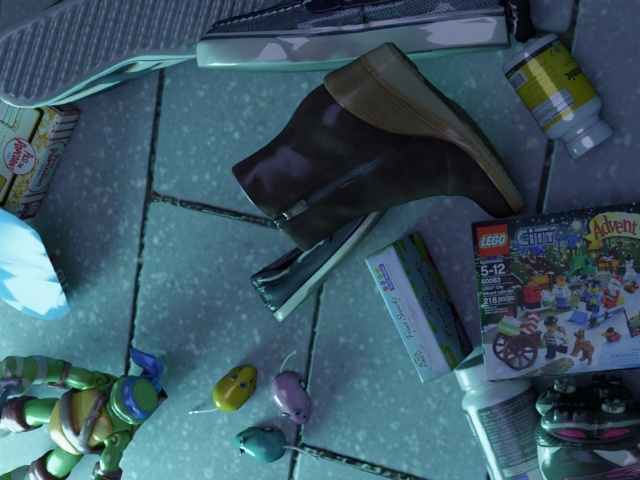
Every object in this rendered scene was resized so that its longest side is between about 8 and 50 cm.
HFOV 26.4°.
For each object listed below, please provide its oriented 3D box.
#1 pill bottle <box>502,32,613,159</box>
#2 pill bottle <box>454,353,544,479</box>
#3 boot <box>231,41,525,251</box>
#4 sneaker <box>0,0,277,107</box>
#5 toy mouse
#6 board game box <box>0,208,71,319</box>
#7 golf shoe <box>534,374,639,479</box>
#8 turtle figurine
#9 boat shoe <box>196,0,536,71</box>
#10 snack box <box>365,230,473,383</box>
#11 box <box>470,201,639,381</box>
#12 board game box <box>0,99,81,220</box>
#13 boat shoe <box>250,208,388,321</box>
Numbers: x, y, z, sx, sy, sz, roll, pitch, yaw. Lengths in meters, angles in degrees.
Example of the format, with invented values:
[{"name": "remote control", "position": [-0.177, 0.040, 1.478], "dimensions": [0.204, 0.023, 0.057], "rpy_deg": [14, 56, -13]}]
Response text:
[{"name": "pill bottle", "position": [0.235, -0.139, 1.333], "dimensions": [0.065, 0.065, 0.116], "rpy_deg": [-34, 87, 23]}, {"name": "pill bottle", "position": [0.192, 0.184, 1.399], "dimensions": [0.078, 0.078, 0.137], "rpy_deg": [-20, 92, 23]}, {"name": "boot", "position": [0.061, -0.059, 1.352], "dimensions": [0.207, 0.090, 0.248], "rpy_deg": [-41, 117, 15]}, {"name": "sneaker", "position": [-0.202, -0.237, 1.465], "dimensions": [0.321, 0.127, 0.126], "rpy_deg": [-19, 99, -1]}, {"name": "toy mouse", "position": [-0.057, 0.200, 1.524], "dimensions": [0.143, 0.031, 0.161], "rpy_deg": [47, 112, 8]}, {"name": "board game box", "position": [-0.349, 0.017, 1.588], "dimensions": [0.133, 0.033, 0.169], "rpy_deg": [10, 132, 32]}, {"name": "golf shoe", "position": [0.347, 0.199, 1.327], "dimensions": [0.272, 0.105, 0.120], "rpy_deg": [1, 109, 12]}, {"name": "turtle figurine", "position": [-0.318, 0.233, 1.523], "dimensions": [0.198, 0.275, 0.266], "rpy_deg": [40, 140, -23]}, {"name": "boat shoe", "position": [0.038, -0.257, 1.360], "dimensions": [0.340, 0.127, 0.158], "rpy_deg": [-4, 92, 9]}, {"name": "snack box", "position": [0.103, 0.066, 1.401], "dimensions": [0.037, 0.100, 0.141], "rpy_deg": [-25, 90, 23]}, {"name": "box", "position": [0.270, 0.048, 1.324], "dimensions": [0.233, 0.044, 0.159], "rpy_deg": [-7, 82, 14]}, {"name": "board game box", "position": [-0.392, -0.134, 1.588], "dimensions": [0.193, 0.045, 0.147], "rpy_deg": [33, 109, 13]}, {"name": "boat shoe", "position": [0.000, 0.000, 1.444], "dimensions": [0.065, 0.075, 0.206], "rpy_deg": [45, 116, 5]}]
